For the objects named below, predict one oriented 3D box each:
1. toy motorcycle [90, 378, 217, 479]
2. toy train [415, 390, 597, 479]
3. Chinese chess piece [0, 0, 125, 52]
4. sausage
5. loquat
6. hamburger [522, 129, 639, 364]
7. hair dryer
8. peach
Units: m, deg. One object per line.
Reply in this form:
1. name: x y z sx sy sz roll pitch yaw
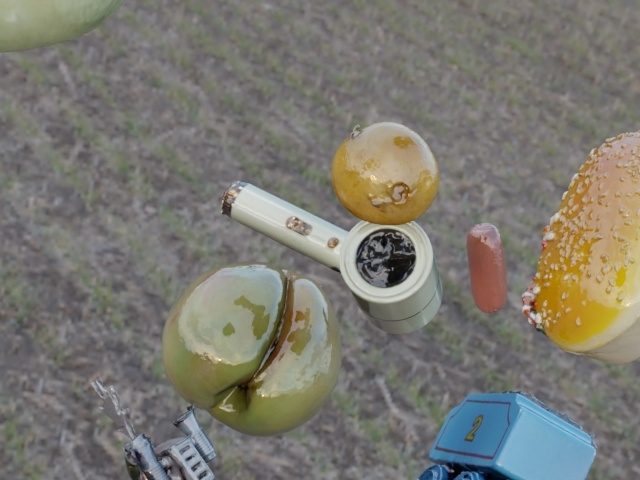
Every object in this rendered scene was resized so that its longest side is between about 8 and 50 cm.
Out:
1. toy motorcycle: -0.192 0.351 1.710 0.134 0.400 0.207 -30 7 -41
2. toy train: 0.282 0.370 1.920 0.188 0.265 0.300 32 -14 -10
3. Chinese chess piece: -0.280 -0.268 1.062 0.250 0.101 0.250 4 44 -4
4. sausage: 0.281 0.048 2.057 0.062 0.154 0.062 -8 20 3
5. loquat: 0.083 -0.086 1.584 0.141 0.141 0.141 13 26 -6
6. hamburger: 0.372 0.008 1.522 0.151 0.295 0.227 31 -10 -17
7. hair dryer: 0.000 0.000 1.735 0.362 0.128 0.203 26 -10 16
8. peach: -0.107 0.164 1.938 0.292 0.247 0.292 19 35 -14
